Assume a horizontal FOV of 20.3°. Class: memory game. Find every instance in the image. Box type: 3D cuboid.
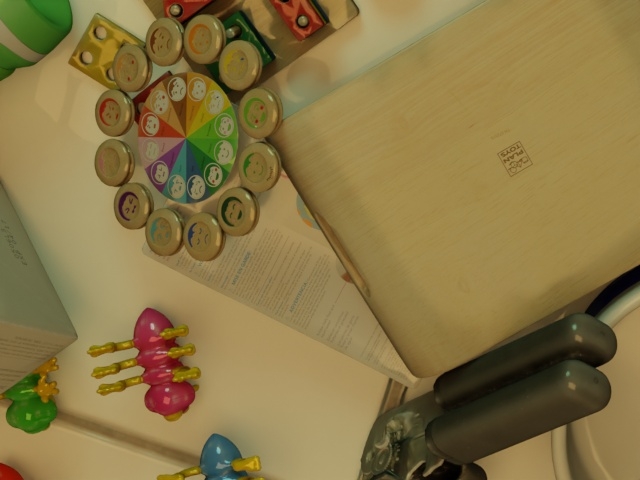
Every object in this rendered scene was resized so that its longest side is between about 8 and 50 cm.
[{"bbox_3d":[-0.101,-0.077,1.329,0.186,0.012,0.186,3,95,37],"label":"memory game"}]

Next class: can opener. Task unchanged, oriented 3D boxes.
[{"bbox_3d":[0.128,0.137,1.324,0.095,0.076,0.283,29,145,-24],"label":"can opener"}]

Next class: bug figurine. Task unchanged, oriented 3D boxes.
[{"bbox_3d":[-0.172,0.166,1.435,0.279,0.072,0.216,-9,95,16],"label":"bug figurine"}]

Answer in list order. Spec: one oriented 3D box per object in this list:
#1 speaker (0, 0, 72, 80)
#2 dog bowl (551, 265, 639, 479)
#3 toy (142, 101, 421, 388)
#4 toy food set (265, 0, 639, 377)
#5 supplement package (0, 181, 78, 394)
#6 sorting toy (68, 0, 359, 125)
[{"bbox_3d":[-0.341,-0.135,1.366,0.296,0.131,0.131,-27,97,14],"label":"speaker"},{"bbox_3d":[0.306,0.135,1.335,0.265,0.104,0.265,2,102,9],"label":"dog bowl"},{"bbox_3d":[0.000,0.000,1.379,0.237,0.056,0.137,27,102,0],"label":"toy"},{"bbox_3d":[0.141,-0.063,1.312,0.306,0.092,0.220,-30,96,8],"label":"toy food set"},{"bbox_3d":[-0.372,0.074,1.366,0.293,0.175,0.177,-36,69,14],"label":"supplement package"},{"bbox_3d":[-0.070,-0.181,1.354,0.274,0.046,0.132,-34,95,15],"label":"sorting toy"}]
